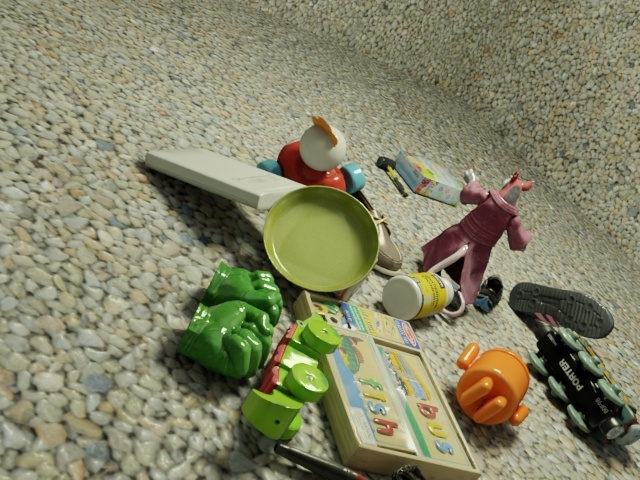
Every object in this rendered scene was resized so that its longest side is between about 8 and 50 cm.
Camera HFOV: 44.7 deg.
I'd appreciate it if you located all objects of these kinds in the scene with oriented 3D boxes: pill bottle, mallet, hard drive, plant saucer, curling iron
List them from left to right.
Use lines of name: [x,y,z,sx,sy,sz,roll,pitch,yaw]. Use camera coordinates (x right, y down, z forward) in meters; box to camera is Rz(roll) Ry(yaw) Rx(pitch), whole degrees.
hard drive: [-0.201,-0.140,1.704,0.308,0.040,0.203,21,18,26]
plant saucer: [0.000,0.000,1.599,0.241,0.037,0.240,4,65,-9]
pill bottle: [0.002,0.022,1.680,0.222,0.124,0.124,38,25,8]
curling iron: [0.050,0.359,1.211,0.274,0.035,0.068,20,64,-19]
mallet: [0.231,-0.206,2.493,0.062,0.039,0.189,20,31,-29]
pill bottle: [0.230,0.126,1.790,0.103,0.103,0.184,47,28,27]

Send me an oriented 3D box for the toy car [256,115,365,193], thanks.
toy car: [-0.012,-0.216,1.881,0.219,0.237,0.210,-23,55,-29]

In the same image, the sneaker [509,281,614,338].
sneaker: [0.667,0.190,2.091,0.131,0.112,0.319,23,1,-37]

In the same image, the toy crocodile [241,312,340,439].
toy crocodile: [-0.047,0.213,1.277,0.105,0.115,0.340,31,25,-4]

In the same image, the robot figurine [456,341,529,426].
robot figurine: [0.357,0.295,1.601,0.158,0.128,0.219,16,17,23]

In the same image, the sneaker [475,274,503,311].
sneaker: [0.467,0.133,2.096,0.067,0.078,0.188,38,24,10]

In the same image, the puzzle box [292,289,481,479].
puzzle box: [0.113,0.268,1.448,0.272,0.052,0.408,20,27,-28]

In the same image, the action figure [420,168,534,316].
action figure: [0.383,-0.029,1.939,0.248,0.370,0.276,40,26,15]

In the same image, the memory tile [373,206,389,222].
memory tile: [0.120,-0.084,2.154,0.148,0.012,0.113,36,24,8]

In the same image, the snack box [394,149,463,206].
snack box: [0.366,-0.210,2.620,0.207,0.070,0.174,16,29,-38]

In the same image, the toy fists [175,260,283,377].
toy fists: [-0.139,0.131,1.331,0.142,0.096,0.279,27,24,-6]

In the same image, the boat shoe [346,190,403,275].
boat shoe: [0.113,-0.044,1.969,0.117,0.096,0.324,9,34,-43]

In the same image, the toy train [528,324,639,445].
toy train: [0.639,0.343,1.863,0.190,0.142,0.334,27,23,-36]
